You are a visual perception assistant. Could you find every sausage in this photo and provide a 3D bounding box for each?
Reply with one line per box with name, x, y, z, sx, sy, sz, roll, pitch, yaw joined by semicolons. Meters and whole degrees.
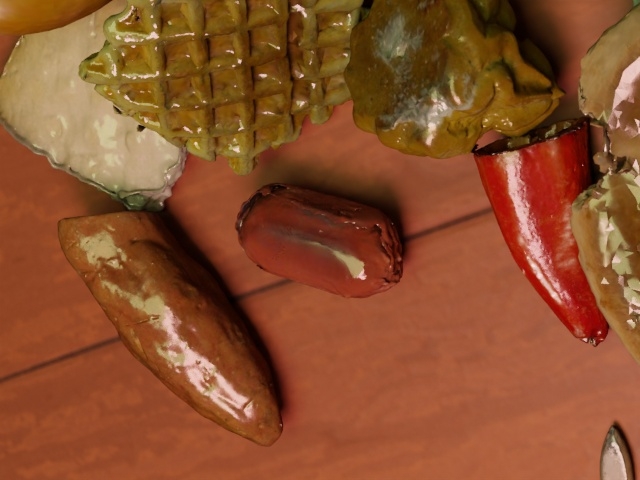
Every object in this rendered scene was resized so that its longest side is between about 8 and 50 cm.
sausage;0.000;0.000;1.390;0.141;0.076;0.076;14;110;24

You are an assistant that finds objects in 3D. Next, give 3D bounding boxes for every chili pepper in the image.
chili pepper;0.175;0.000;1.304;0.088;0.065;0.169;-17;103;6

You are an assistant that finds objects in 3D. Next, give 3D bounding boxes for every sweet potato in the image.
sweet potato;-0.115;0.065;1.463;0.252;0.097;0.097;48;121;5

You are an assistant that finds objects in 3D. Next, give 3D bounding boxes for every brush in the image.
brush;0.228;0.234;1.355;0.070;0.021;0.196;0;103;28

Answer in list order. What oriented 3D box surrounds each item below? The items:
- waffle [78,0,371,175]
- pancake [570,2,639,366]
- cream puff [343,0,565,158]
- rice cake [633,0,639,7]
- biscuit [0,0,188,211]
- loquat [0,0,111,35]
waffle;-0.061;-0.142;1.324;0.208;0.214;0.054;-45;43;21
pancake;0.336;-0.027;1.179;0.382;0.071;0.382;8;112;21
cream puff;0.097;-0.122;1.284;0.146;0.116;0.146;-19;66;52
rice cake;0.231;-0.225;1.212;0.045;0.042;0.245;5;106;23
biscuit;-0.163;-0.113;1.470;0.265;0.040;0.188;-5;99;30
loquat;-0.211;-0.282;1.309;0.283;0.276;0.276;-8;100;38
